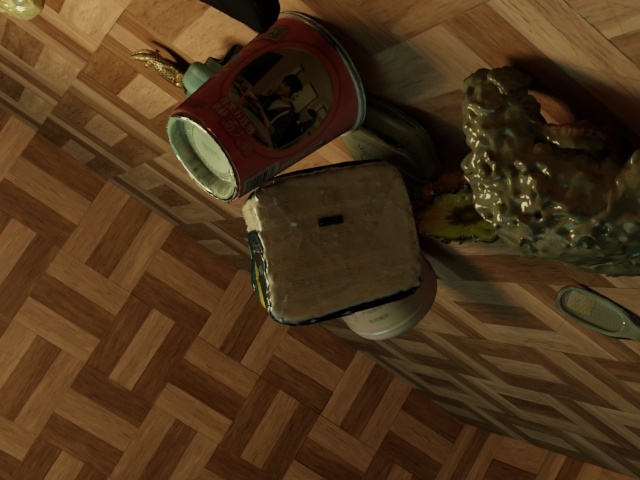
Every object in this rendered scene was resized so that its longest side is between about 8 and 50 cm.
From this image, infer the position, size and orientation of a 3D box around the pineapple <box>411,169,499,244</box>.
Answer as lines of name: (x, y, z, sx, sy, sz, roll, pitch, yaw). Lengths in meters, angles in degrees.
pineapple: (0.250, -0.063, 1.581, 0.224, 0.076, 0.225, 1, 153, 0)

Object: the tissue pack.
tissue pack: (0.000, 0.000, 1.688, 0.264, 0.254, 0.416, -12, -177, -8)

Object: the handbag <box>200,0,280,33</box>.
handbag: (-0.180, -0.423, 1.313, 0.244, 0.088, 0.275, 29, 171, 23)

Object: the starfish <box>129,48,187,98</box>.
starfish: (-0.290, -0.325, 1.974, 0.235, 0.062, 0.277, 35, -179, -39)

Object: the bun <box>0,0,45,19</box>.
bun: (-0.667, -0.538, 1.959, 0.164, 0.111, 0.188, 17, 158, 39)

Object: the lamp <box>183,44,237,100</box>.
lamp: (-0.169, -0.256, 1.783, 0.209, 0.147, 0.284, 35, 167, 15)

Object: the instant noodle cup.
instant noodle cup: (-0.096, -0.197, 1.463, 0.244, 0.255, 0.244, 38, 152, 24)

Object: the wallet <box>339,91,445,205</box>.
wallet: (0.127, -0.147, 1.669, 0.223, 0.077, 0.309, 28, 169, 30)

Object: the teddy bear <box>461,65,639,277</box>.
teddy bear: (0.367, -0.058, 1.273, 0.357, 0.225, 0.367, 22, 180, 31)

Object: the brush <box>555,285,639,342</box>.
brush: (0.598, 0.171, 1.837, 0.296, 0.068, 0.060, 28, -173, 8)

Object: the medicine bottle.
medicine bottle: (0.101, 0.052, 2.118, 0.241, 0.241, 0.302, 16, 151, 51)
